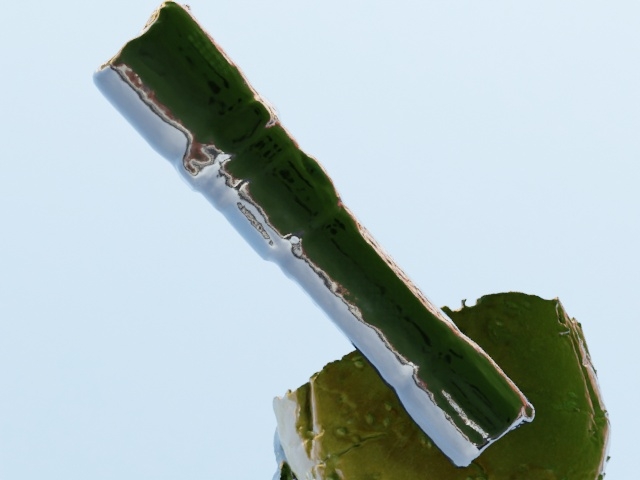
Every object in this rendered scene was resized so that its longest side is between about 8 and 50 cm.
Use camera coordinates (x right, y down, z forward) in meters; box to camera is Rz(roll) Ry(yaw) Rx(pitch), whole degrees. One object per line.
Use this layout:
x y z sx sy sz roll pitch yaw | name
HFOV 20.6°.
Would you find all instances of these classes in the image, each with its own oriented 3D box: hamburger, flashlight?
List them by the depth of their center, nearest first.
0.000 0.000 1.335 0.424 0.103 0.103 47 -136 0 | flashlight
0.112 0.180 1.500 0.308 0.132 0.211 -17 -117 -11 | hamburger
